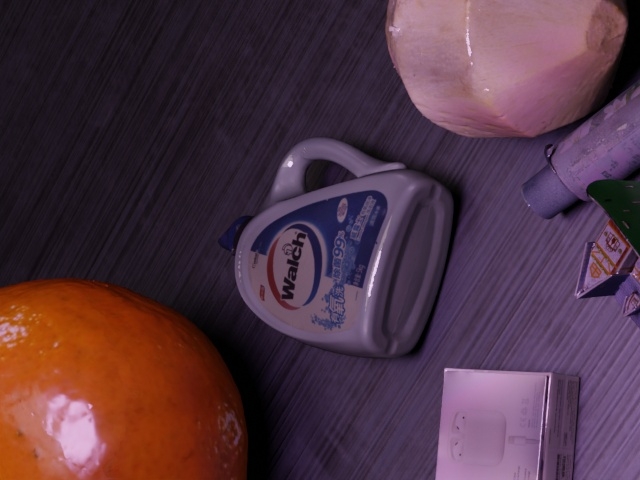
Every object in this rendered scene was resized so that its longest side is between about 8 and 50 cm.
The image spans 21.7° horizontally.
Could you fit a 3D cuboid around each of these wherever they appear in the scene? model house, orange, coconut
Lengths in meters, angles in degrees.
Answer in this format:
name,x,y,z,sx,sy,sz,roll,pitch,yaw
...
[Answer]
name,x,y,z,sx,sy,sz,roll,pitch,yaw
model house,0.294,0.031,1.467,0.167,0.117,0.088,54,134,36
orange,-0.269,0.241,1.808,0.424,0.326,0.423,5,100,33
coconut,0.179,-0.205,1.557,0.237,0.197,0.236,-21,61,43

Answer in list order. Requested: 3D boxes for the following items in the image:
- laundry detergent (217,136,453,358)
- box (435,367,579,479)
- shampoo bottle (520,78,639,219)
name,x,y,z,sx,sy,sz,roll,pitch,yaw
laundry detergent,0.000,0.000,1.753,0.280,0.105,0.214,19,95,47
box,0.174,0.188,1.576,0.129,0.051,0.130,-2,79,45
shampoo bottle,0.274,-0.094,1.529,0.214,0.072,0.072,-39,56,32
